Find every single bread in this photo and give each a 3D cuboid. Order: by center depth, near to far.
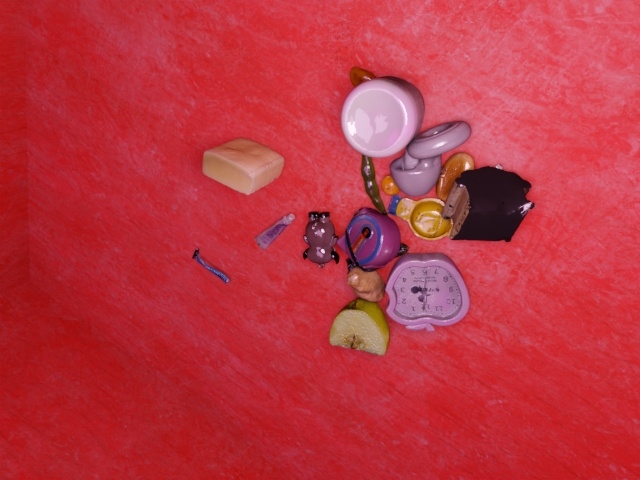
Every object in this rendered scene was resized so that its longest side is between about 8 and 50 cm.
[{"bbox_3d":[0.484,-0.227,1.448,0.114,0.077,0.189,41,127,29],"label":"bread"}]

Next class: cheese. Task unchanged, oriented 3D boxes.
[{"bbox_3d":[0.392,-0.096,1.570,0.270,0.069,0.177,24,122,17],"label":"cheese"},{"bbox_3d":[-0.316,-0.318,1.685,0.242,0.265,0.124,23,122,14],"label":"cheese"}]

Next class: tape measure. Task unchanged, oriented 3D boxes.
[{"bbox_3d":[0.201,-0.008,1.627,0.231,0.149,0.245,-55,50,28],"label":"tape measure"}]

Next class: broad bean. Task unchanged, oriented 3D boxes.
[{"bbox_3d":[0.204,-0.222,1.615,0.060,0.043,0.297,-15,108,15],"label":"broad bean"}]

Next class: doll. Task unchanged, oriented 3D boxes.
[{"bbox_3d":[-0.001,-0.001,1.780,0.182,0.117,0.257,5,115,28],"label":"doll"}]

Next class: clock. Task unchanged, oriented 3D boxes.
[{"bbox_3d":[0.429,0.210,1.645,0.338,0.102,0.338,4,110,11],"label":"clock"}]

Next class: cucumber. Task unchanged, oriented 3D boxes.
[{"bbox_3d":[0.237,0.067,1.725,0.303,0.072,0.081,-24,57,30],"label":"cucumber"}]

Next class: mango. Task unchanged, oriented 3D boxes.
[{"bbox_3d":[0.153,-0.578,1.452,0.114,0.060,0.080,41,140,0],"label":"mango"}]

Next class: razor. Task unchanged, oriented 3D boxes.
[{"bbox_3d":[-0.596,0.149,2.193,0.253,0.042,0.082,38,123,4],"label":"razor"}]

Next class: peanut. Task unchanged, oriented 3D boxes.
[{"bbox_3d":[0.196,0.185,1.717,0.137,0.253,0.122,-33,55,5],"label":"peanut"}]

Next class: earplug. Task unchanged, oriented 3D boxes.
[{"bbox_3d":[0.378,-0.290,1.400,0.175,0.214,0.325,43,134,2],"label":"earplug"}]

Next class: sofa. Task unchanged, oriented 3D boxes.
[{"bbox_3d":[0.564,-0.122,1.388,0.258,0.182,0.200,1,139,-2],"label":"sofa"}]

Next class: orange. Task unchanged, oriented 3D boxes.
[{"bbox_3d":[0.276,-0.215,1.566,0.083,0.070,0.083,14,124,21],"label":"orange"}]

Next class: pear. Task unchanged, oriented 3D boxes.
[{"bbox_3d":[0.185,0.372,1.854,0.292,0.159,0.292,9,117,18],"label":"pear"}]

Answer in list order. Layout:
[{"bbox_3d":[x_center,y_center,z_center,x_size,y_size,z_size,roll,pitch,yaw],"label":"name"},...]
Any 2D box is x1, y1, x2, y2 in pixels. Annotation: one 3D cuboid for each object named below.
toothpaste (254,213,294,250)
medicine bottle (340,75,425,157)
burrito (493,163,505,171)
[{"bbox_3d":[-0.218,-0.043,1.909,0.075,0.048,0.301,32,136,-25],"label":"toothpaste"},{"bbox_3d":[0.223,-0.420,1.349,0.241,0.302,0.241,11,118,21],"label":"medicine bottle"},{"bbox_3d":[0.587,-0.201,1.439,0.051,0.042,0.171,33,126,-5],"label":"burrito"}]
